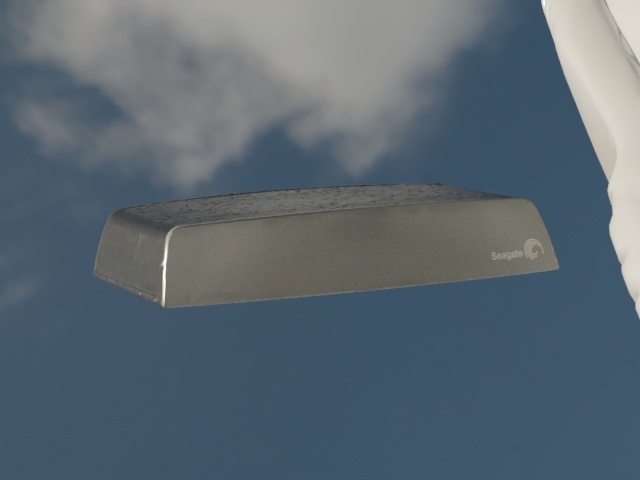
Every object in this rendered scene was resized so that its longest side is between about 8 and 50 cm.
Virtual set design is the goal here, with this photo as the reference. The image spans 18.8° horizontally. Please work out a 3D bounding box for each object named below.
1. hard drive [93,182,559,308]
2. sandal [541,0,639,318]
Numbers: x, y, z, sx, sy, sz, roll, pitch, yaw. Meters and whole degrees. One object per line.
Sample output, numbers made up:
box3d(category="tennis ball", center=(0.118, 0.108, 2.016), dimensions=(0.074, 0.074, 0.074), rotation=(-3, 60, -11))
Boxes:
box3d(category="hard drive", center=(0.000, 0.000, 1.201), dimensions=(0.255, 0.172, 0.054), rotation=(-5, -82, -21))
box3d(category="sandal", center=(0.105, -0.008, 0.405), dimensions=(0.076, 0.265, 0.102), rotation=(-27, -71, 12))
